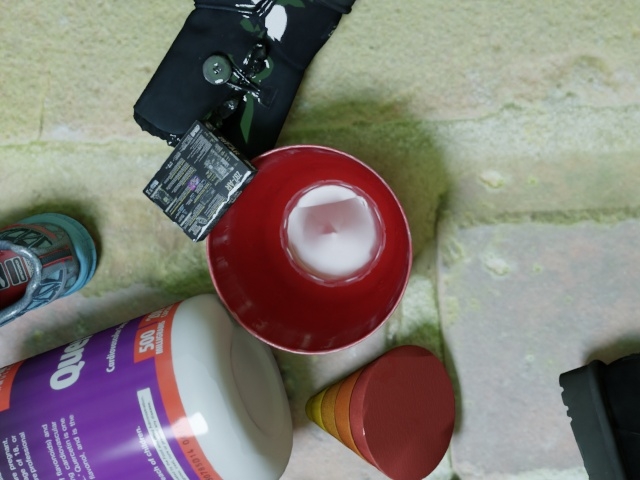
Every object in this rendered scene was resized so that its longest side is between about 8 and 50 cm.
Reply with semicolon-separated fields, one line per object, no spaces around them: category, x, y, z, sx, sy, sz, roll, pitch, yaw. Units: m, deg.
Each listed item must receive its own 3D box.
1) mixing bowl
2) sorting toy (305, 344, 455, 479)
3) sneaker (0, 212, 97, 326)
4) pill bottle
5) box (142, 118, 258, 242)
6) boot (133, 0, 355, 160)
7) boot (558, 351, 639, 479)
mixing bowl;0.000;0.000;1.402;0.181;0.098;0.181;2;101;13
sorting toy;0.060;0.271;1.452;0.126;0.127;0.365;-2;104;44
sneaker;-0.342;0.048;1.481;0.262;0.125;0.104;-26;92;17
pill bottle;-0.199;0.177;1.439;0.323;0.181;0.181;-20;94;16
box;-0.102;-0.051;1.360;0.067;0.018;0.083;43;109;11
boot;-0.114;-0.191;1.398;0.246;0.094;0.207;32;102;0
boot;0.363;0.204;1.289;0.260;0.131;0.348;-24;71;17
